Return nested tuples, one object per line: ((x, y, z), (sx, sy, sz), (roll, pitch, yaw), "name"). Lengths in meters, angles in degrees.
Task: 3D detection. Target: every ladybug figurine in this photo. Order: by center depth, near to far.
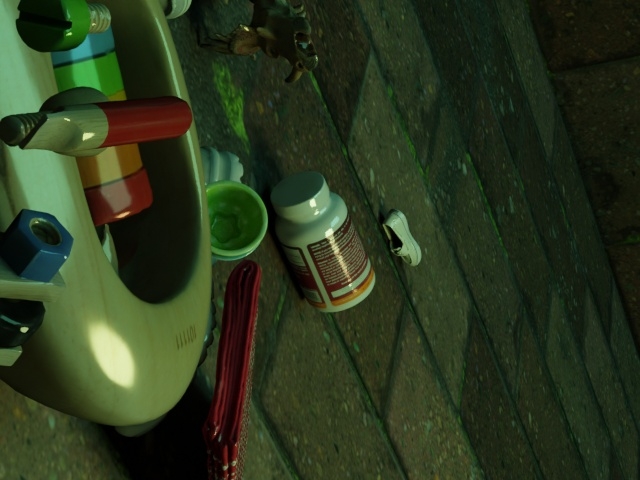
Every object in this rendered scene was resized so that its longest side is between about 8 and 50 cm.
((-0.209, -0.081, 1.145), (0.305, 0.162, 0.449), (-29, 108, -69), "ladybug figurine")

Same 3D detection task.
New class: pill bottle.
((0.000, 0.000, 1.786), (0.086, 0.086, 0.152), (-75, 149, -49), "pill bottle")

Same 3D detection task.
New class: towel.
((-0.082, 0.172, 1.419), (0.275, 0.031, 0.199), (97, 0, -49), "towel")

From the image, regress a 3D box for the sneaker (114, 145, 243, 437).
((-0.155, 0.035, 1.383), (0.115, 0.105, 0.281), (22, 60, -23), "sneaker")

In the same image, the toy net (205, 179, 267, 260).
((-0.149, 0.032, 1.305), (0.232, 0.122, 0.045), (-53, 180, -23), "toy net")

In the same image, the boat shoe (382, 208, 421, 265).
((0.108, 0.003, 2.165), (0.035, 0.035, 0.100), (-51, 138, -29), "boat shoe")

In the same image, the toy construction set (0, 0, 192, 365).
((-0.255, -0.030, 0.839), (0.237, 0.309, 0.257), (-18, 89, -65), "toy construction set")

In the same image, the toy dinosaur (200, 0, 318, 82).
((-0.074, -0.295, 1.693), (0.296, 0.127, 0.200), (-89, 168, -61), "toy dinosaur")

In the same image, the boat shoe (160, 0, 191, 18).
((-0.194, -0.265, 1.415), (0.227, 0.079, 0.081), (52, 40, -42), "boat shoe")
